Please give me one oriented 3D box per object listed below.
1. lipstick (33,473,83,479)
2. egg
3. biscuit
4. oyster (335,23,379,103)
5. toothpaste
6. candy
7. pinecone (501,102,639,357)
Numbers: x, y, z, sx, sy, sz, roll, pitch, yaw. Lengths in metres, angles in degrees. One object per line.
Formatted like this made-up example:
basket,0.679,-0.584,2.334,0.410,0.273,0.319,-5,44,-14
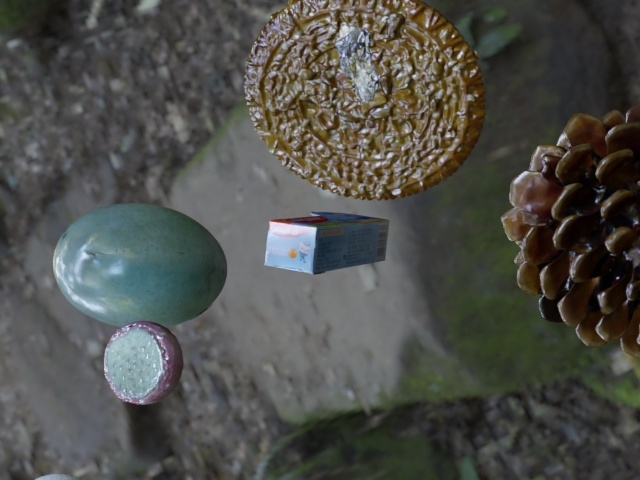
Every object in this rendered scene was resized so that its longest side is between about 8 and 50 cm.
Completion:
lipstick,-0.224,0.333,1.288,0.327,0.087,0.087,-124,18,-62
egg,-0.239,0.034,1.907,0.169,0.236,0.169,-177,90,-71
biscuit,0.052,-0.174,1.745,0.038,0.305,0.305,-70,-25,-53
oyster,0.034,-0.173,1.372,0.054,0.019,0.083,-42,57,55
toothpaste,0.000,0.000,1.356,0.070,0.193,0.044,8,96,22
candy,-0.216,0.149,1.739,0.043,0.103,0.103,12,-137,-60
pinecone,0.326,0.004,1.449,0.264,0.264,0.264,53,157,34
